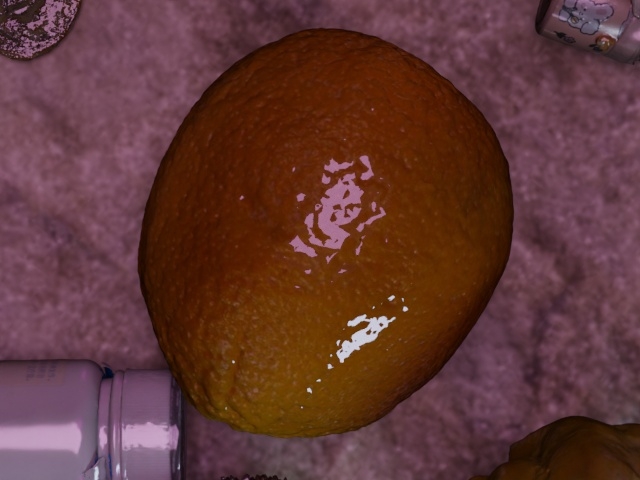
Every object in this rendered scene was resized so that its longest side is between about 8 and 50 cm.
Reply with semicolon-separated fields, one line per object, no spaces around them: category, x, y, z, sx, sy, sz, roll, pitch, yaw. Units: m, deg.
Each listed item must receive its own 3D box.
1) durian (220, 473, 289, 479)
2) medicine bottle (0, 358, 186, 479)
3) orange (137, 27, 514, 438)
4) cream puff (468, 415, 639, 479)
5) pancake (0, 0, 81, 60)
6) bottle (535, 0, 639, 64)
durian;-0.064;0.296;1.677;0.167;0.196;0.196;10;86;-39
medicine bottle;-0.252;0.178;1.708;0.258;0.143;0.143;-2;87;0
orange;0.000;0.000;1.636;0.322;0.322;0.357;29;95;0
cream puff;0.207;0.318;1.635;0.291;0.257;0.325;16;74;-37
pancake;-0.279;-0.224;1.792;0.108;0.017;0.108;0;88;-5
bottle;0.286;-0.213;1.768;0.152;0.099;0.099;20;87;-2
